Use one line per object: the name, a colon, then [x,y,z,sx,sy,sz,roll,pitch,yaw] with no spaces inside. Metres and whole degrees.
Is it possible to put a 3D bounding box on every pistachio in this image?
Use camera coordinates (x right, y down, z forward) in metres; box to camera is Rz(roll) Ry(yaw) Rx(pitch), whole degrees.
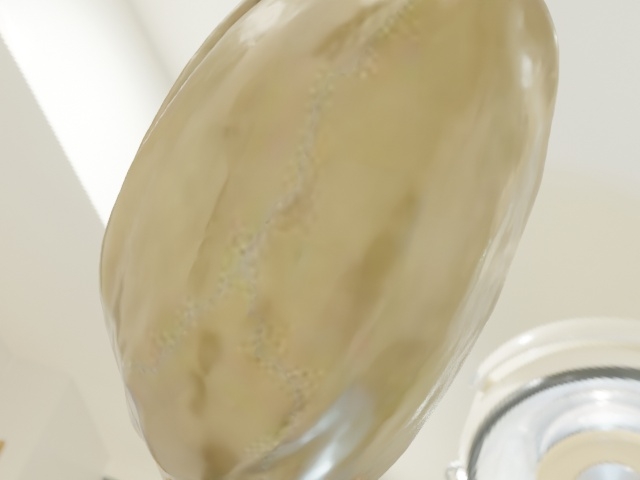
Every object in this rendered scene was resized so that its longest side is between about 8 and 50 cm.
pistachio: [0.000,0.000,0.427,0.181,0.293,0.162,22,5,-14]
